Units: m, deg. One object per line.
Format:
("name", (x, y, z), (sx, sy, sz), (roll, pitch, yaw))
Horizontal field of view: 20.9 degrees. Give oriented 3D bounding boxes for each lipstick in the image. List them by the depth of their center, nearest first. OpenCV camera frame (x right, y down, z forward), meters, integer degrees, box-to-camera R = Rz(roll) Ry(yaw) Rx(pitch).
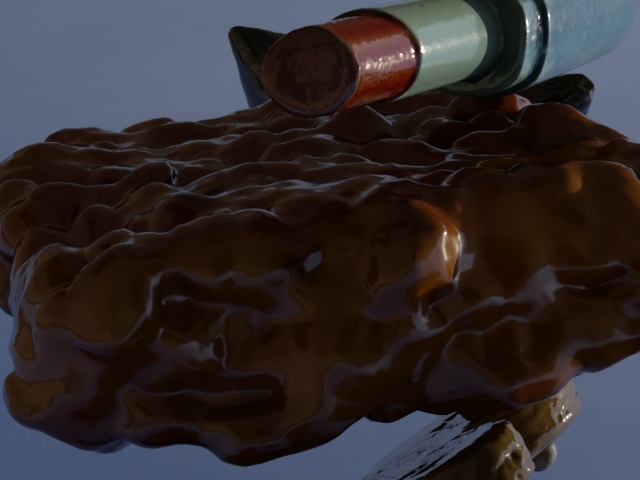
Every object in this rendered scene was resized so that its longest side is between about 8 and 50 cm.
("lipstick", (0.063, -0.090, 0.764), (0.068, 0.061, 0.274), (13, -161, 28))

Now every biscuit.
("biscuit", (0.012, 0.135, 0.738), (0.301, 0.049, 0.197), (-32, -179, -41))
("biscuit", (0.000, 0.000, 0.791), (0.318, 0.110, 0.312), (-12, -162, -15))

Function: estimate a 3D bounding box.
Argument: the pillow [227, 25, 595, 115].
("pillow", (0.060, -0.057, 1.159), (0.250, 0.186, 0.106), (10, -128, 18))
